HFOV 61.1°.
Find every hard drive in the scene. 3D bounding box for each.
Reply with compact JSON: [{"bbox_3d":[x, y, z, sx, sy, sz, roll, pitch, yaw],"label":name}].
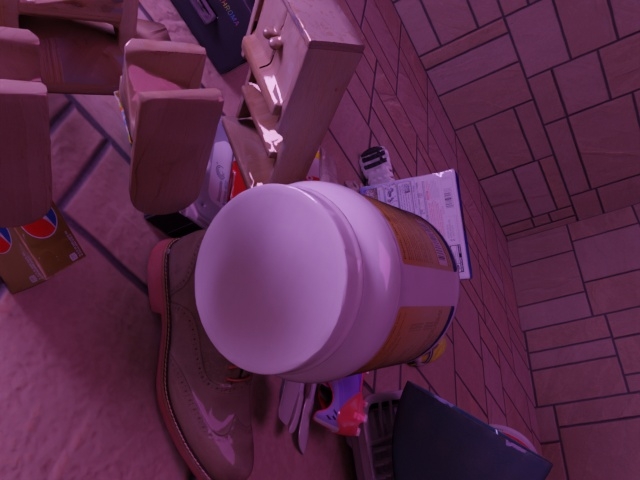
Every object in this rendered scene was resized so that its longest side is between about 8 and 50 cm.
[{"bbox_3d":[-0.137,-0.059,0.926,0.339,0.064,0.237,41,39,-44],"label":"hard drive"}]

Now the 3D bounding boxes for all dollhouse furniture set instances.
[{"bbox_3d":[-0.192,-0.176,0.617,0.393,0.257,0.362,-6,55,-28],"label":"dollhouse furniture set"}]

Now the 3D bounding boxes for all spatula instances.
[{"bbox_3d":[-0.025,0.220,0.937,0.168,0.019,0.242,66,29,-44],"label":"spatula"}]

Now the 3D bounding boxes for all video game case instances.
[{"bbox_3d":[0.237,-0.021,1.358,0.061,0.244,0.270,10,72,-67],"label":"video game case"}]

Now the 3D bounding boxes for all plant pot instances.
[{"bbox_3d":[0.247,0.420,1.005,0.290,0.290,0.196,38,79,-48],"label":"plant pot"}]

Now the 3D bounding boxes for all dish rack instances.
[{"bbox_3d":[0.143,0.482,1.098,0.285,0.072,0.333,21,55,-59],"label":"dish rack"}]

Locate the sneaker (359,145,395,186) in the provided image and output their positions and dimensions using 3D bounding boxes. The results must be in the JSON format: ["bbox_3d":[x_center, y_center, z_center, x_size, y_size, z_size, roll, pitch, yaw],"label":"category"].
[{"bbox_3d":[0.183,-0.131,1.555,0.118,0.109,0.292,52,31,-51],"label":"sneaker"}]

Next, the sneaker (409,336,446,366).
[{"bbox_3d":[0.269,0.233,1.422,0.384,0.147,0.145,36,41,-51],"label":"sneaker"}]

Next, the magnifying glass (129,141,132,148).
[{"bbox_3d":[-0.244,-0.207,0.816,0.026,0.092,0.231,103,-24,-60],"label":"magnifying glass"}]

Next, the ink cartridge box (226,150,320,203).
[{"bbox_3d":[-0.073,-0.122,0.859,0.134,0.078,0.231,10,55,-12],"label":"ink cartridge box"}]

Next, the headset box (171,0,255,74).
[{"bbox_3d":[-0.177,-0.498,1.059,0.246,0.131,0.283,55,30,-30],"label":"headset box"}]

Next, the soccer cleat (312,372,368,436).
[{"bbox_3d":[0.039,0.264,1.034,0.095,0.083,0.248,20,27,-7],"label":"soccer cleat"}]

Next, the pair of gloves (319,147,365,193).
[{"bbox_3d":[0.066,-0.101,1.370,0.240,0.042,0.204,41,39,-44],"label":"pair of gloves"}]

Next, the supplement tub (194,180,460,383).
[{"bbox_3d":[0.024,0.052,0.675,0.316,0.228,0.229,12,63,-58],"label":"supplement tub"}]

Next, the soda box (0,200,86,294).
[{"bbox_3d":[-0.324,-0.042,0.554,0.182,0.058,0.061,64,26,-13],"label":"soda box"}]

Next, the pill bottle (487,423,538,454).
[{"bbox_3d":[0.424,0.654,1.351,0.407,0.228,0.229,-23,94,-64],"label":"pill bottle"}]

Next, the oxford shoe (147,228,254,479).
[{"bbox_3d":[-0.134,0.150,0.712,0.123,0.130,0.349,0,73,-63],"label":"oxford shoe"}]
